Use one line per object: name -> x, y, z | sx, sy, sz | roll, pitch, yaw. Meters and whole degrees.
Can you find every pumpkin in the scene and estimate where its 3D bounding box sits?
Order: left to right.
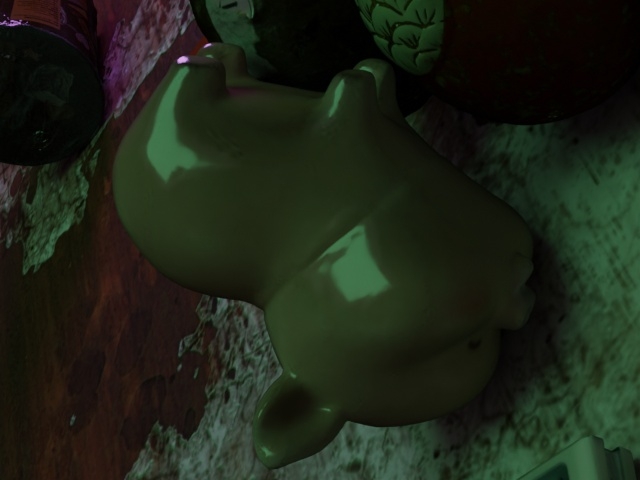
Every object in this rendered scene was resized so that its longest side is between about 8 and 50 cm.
pumpkin -> 0.024, -0.212, 1.299 | 0.189, 0.260, 0.260 | -2, 67, 43

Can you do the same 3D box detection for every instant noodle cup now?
instant noodle cup -> -0.383, -0.241, 2.108 | 0.217, 0.217, 0.207 | -47, 28, 31

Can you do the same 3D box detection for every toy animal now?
toy animal -> 0.000, 0.000, 1.186 | 0.237, 0.326, 0.269 | -39, -41, -62

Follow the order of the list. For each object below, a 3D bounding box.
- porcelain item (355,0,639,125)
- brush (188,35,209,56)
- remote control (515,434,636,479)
porcelain item -> 0.150, -0.206, 1.134 | 0.253, 0.253, 0.253 | -39, 39, 40
brush -> -0.134, -0.175, 1.790 | 0.323, 0.051, 0.070 | -50, 35, 28
remote control -> 0.104, 0.240, 1.084 | 0.277, 0.055, 0.103 | -42, 38, 38
